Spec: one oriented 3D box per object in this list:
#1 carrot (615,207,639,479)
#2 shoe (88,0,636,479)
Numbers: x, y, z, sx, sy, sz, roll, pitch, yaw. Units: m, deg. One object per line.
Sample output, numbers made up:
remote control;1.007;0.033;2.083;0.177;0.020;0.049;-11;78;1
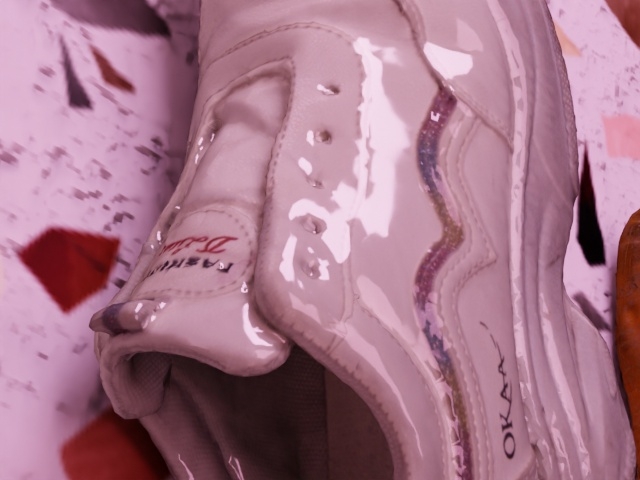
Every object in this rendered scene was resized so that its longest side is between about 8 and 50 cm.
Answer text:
carrot;0.169;0.072;0.888;0.047;0.047;0.191;16;58;-44
shoe;0.000;0.000;0.655;0.210;0.132;0.342;-9;84;-53
